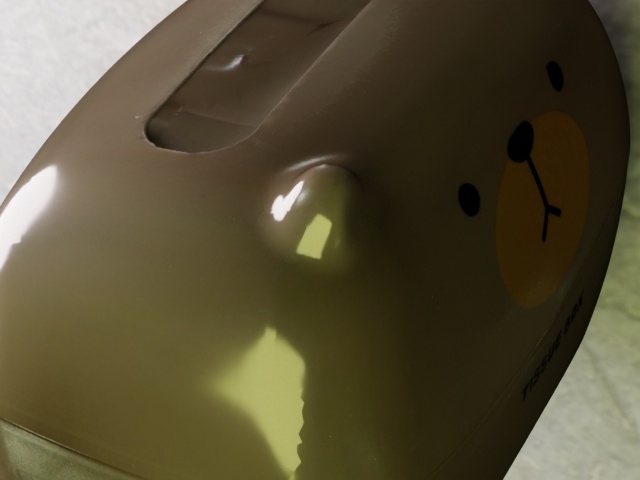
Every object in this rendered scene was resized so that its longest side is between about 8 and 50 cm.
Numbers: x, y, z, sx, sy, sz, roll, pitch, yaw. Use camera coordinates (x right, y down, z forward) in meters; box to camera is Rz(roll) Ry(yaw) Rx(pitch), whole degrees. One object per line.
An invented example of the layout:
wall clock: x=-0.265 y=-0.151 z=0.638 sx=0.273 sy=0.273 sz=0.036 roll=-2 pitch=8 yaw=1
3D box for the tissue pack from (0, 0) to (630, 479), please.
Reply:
tissue pack: x=0.000 y=0.000 z=0.971 sx=0.267 sy=0.387 sz=0.276 roll=14 pitch=129 yaw=24
